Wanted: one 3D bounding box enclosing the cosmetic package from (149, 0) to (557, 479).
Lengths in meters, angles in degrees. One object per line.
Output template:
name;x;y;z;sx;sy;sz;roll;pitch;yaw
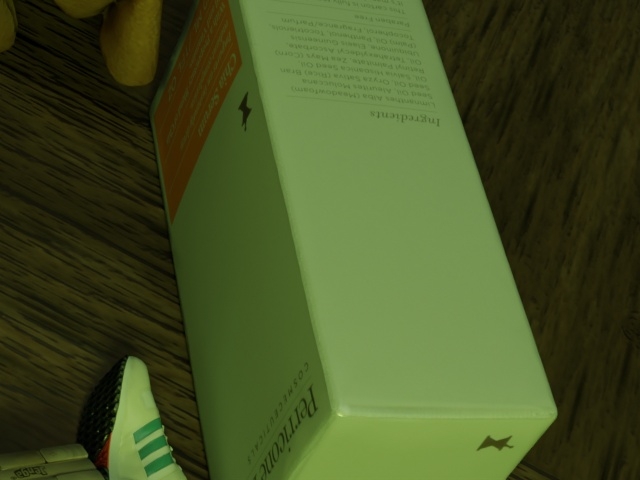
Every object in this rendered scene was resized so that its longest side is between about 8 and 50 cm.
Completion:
cosmetic package;0.000;0.000;1.129;0.161;0.230;0.453;4;49;-23

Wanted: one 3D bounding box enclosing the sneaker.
sneaker;-0.126;0.158;1.058;0.075;0.057;0.161;26;41;-28

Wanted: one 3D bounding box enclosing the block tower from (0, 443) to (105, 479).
block tower;-0.130;0.233;0.852;0.097;0.091;0.335;-5;26;-29

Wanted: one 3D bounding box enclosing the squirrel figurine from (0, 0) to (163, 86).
squirrel figurine;-0.298;-0.325;1.161;0.370;0.397;0.281;4;59;-7
